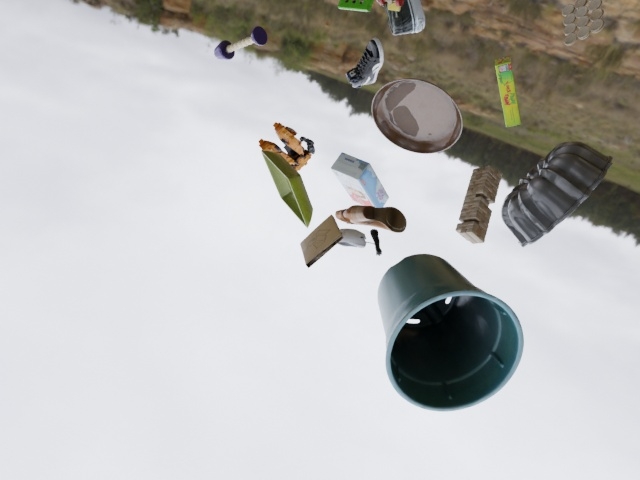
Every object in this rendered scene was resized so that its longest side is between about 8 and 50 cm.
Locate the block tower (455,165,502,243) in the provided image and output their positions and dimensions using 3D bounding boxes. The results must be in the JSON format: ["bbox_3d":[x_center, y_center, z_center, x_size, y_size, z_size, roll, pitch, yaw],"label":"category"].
[{"bbox_3d":[0.656,-0.155,2.174,0.097,0.336,0.090,35,155,-29],"label":"block tower"}]

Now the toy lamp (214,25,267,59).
[{"bbox_3d":[-0.325,-0.772,2.075,0.080,0.080,0.274,-5,-177,-44],"label":"toy lamp"}]

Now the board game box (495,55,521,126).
[{"bbox_3d":[0.545,-0.433,1.526,0.043,0.182,0.092,-9,-155,23],"label":"board game box"}]

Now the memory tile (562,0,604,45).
[{"bbox_3d":[0.738,-0.626,1.476,0.012,0.113,0.148,22,-116,-31],"label":"memory tile"}]

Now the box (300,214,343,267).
[{"bbox_3d":[0.000,0.000,1.865,0.021,0.164,0.201,45,-170,-22],"label":"box"}]

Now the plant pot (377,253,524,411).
[{"bbox_3d":[0.306,0.213,1.409,0.340,0.342,0.334,16,-162,-12],"label":"plant pot"}]

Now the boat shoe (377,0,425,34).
[{"bbox_3d":[0.226,-0.793,1.651,0.119,0.121,0.336,-14,-112,-3],"label":"boat shoe"}]

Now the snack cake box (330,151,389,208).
[{"bbox_3d":[0.168,-0.237,2.172,0.152,0.089,0.264,28,168,35],"label":"snack cake box"}]

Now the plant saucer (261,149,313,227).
[{"bbox_3d":[-0.085,-0.155,1.487,0.045,0.188,0.188,-31,-136,-11],"label":"plant saucer"}]

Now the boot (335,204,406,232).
[{"bbox_3d":[0.156,-0.071,1.628,0.197,0.073,0.152,18,170,-32],"label":"boot"}]

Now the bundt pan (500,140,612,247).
[{"bbox_3d":[0.626,-0.144,1.447,0.124,0.331,0.331,43,-152,6],"label":"bundt pan"}]

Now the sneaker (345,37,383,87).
[{"bbox_3d":[0.157,-0.638,1.933,0.121,0.217,0.079,-26,-110,-14],"label":"sneaker"}]

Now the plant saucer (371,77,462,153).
[{"bbox_3d":[0.323,-0.418,1.744,0.310,0.311,0.050,24,-119,6],"label":"plant saucer"}]

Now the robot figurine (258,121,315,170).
[{"bbox_3d":[-0.149,-0.424,2.446,0.085,0.211,0.291,50,-169,33],"label":"robot figurine"}]

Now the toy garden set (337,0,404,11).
[{"bbox_3d":[0.175,-0.750,1.455,0.203,0.245,0.049,24,-171,36],"label":"toy garden set"}]

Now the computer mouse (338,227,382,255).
[{"bbox_3d":[0.138,-0.006,1.915,0.192,0.042,0.106,9,-117,-22],"label":"computer mouse"}]
